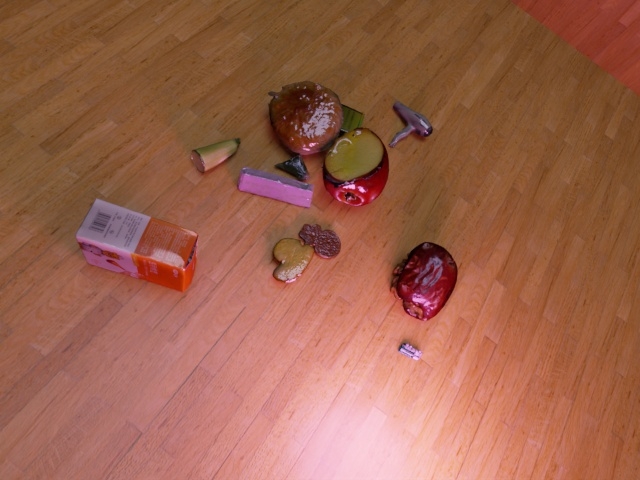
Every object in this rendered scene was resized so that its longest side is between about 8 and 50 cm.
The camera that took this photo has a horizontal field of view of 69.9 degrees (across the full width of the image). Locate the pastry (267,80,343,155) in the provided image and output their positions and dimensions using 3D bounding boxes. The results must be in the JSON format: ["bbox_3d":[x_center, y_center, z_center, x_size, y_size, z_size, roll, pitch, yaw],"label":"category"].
[{"bbox_3d":[-0.055,-0.508,1.874,0.329,0.136,0.330,-1,78,6],"label":"pastry"}]

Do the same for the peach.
[{"bbox_3d":[0.148,-0.286,1.856,0.257,0.201,0.362,1,53,13],"label":"peach"}]

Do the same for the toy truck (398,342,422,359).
[{"bbox_3d":[0.331,0.410,1.690,0.083,0.039,0.044,28,79,-2],"label":"toy truck"}]

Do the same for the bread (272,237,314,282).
[{"bbox_3d":[-0.117,0.077,1.691,0.149,0.065,0.188,30,64,10],"label":"bread"}]

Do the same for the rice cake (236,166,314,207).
[{"bbox_3d":[-0.169,-0.206,1.770,0.297,0.106,0.050,13,54,-11],"label":"rice cake"}]

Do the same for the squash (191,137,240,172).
[{"bbox_3d":[-0.394,-0.350,1.785,0.094,0.094,0.224,48,56,7],"label":"squash"}]

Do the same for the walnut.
[{"bbox_3d":[0.380,0.148,1.737,0.243,0.222,0.269,23,66,30],"label":"walnut"}]

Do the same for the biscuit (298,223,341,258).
[{"bbox_3d":[0.000,0.000,1.775,0.175,0.026,0.124,33,61,-2],"label":"biscuit"}]

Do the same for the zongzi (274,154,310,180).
[{"bbox_3d":[-0.112,-0.278,1.856,0.119,0.055,0.109,-24,88,-6],"label":"zongzi"}]

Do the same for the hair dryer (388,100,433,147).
[{"bbox_3d":[0.378,-0.548,2.120,0.224,0.088,0.219,-20,67,-8],"label":"hair dryer"}]

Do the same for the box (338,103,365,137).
[{"bbox_3d":[0.072,-0.533,2.012,0.219,0.064,0.141,22,65,-5],"label":"box"}]

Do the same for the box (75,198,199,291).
[{"bbox_3d":[-0.572,0.026,1.477,0.341,0.225,0.144,20,62,-7],"label":"box"}]
